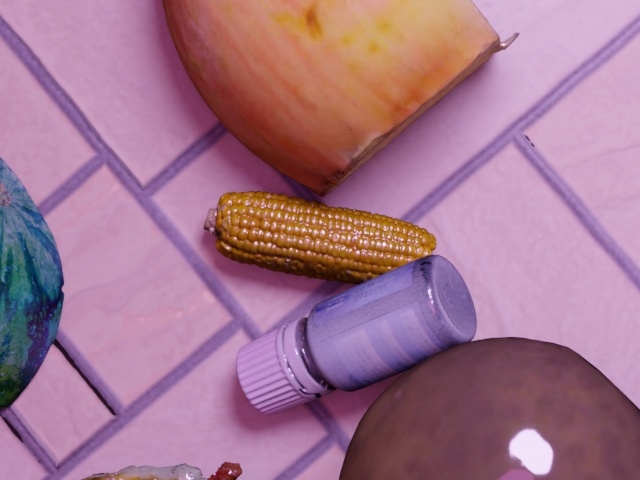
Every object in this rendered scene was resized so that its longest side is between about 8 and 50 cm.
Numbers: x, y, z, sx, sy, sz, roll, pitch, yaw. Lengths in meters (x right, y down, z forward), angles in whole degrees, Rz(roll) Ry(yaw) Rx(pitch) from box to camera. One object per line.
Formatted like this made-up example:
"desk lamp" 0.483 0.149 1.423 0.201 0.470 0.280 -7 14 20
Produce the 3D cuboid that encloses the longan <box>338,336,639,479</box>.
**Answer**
"longan" 0.158 0.225 1.552 0.300 0.243 0.300 1 93 33

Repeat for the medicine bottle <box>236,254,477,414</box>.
"medicine bottle" 0.026 0.083 1.628 0.203 0.083 0.083 -23 85 24

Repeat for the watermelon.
"watermelon" -0.292 0.049 1.688 0.146 0.128 0.231 27 89 -11

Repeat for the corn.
"corn" 0.000 0.000 1.665 0.207 0.068 0.068 11 89 8

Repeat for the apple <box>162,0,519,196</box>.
"apple" -0.004 -0.226 1.622 0.309 0.314 0.252 49 50 0

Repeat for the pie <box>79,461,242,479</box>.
"pie" -0.145 0.326 1.663 0.257 0.105 0.274 -2 85 21
